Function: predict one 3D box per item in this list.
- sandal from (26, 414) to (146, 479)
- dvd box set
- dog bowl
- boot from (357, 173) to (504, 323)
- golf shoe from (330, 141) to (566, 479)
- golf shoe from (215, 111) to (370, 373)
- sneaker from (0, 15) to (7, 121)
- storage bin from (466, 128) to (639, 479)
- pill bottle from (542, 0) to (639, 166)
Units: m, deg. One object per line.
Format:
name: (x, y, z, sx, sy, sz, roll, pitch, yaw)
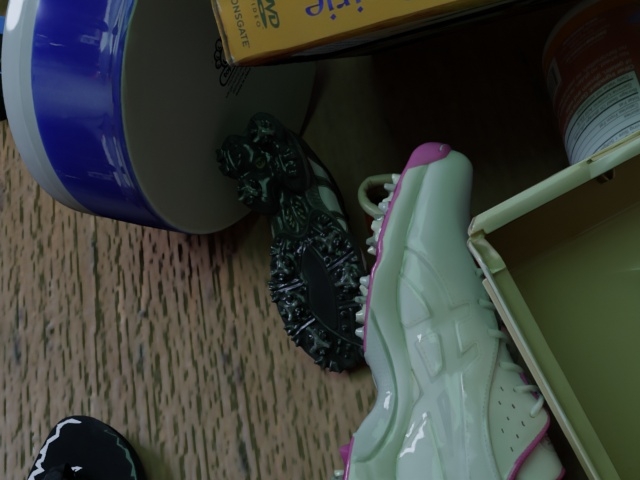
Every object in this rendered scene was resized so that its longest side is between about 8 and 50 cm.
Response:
sandal: (-0.182, 0.230, 0.926, 0.097, 0.054, 0.254, -3, 56, 21)
dvd box set: (0.175, -0.199, 0.930, 0.420, 0.307, 0.062, -12, 95, 21)
dog bowl: (-0.109, -0.140, 1.025, 0.104, 0.265, 0.265, 13, 62, 27)
boot: (0.093, 0.003, 0.955, 0.158, 0.084, 0.059, 22, 66, 32)
golf shoe: (0.087, 0.090, 0.863, 0.140, 0.115, 0.306, 5, 79, 12)
golf shoe: (0.000, 0.000, 1.005, 0.077, 0.094, 0.198, -26, 75, 21)
sneaker: (-0.357, -0.164, 1.266, 0.232, 0.081, 0.090, 10, 54, 27)
storage bin: (0.250, 0.045, 0.753, 0.262, 0.123, 0.260, -28, 88, 3)
pill bottle: (0.227, -0.059, 0.918, 0.121, 0.121, 0.216, -17, 52, 11)
